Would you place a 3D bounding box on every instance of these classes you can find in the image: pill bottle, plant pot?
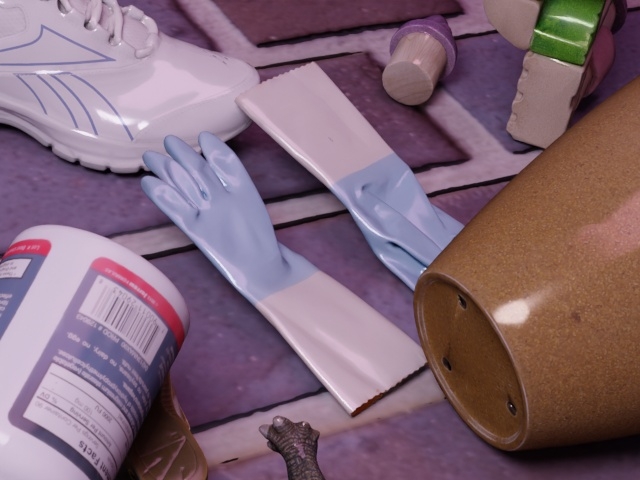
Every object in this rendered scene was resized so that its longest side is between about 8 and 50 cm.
[{"bbox_3d":[-0.150,0.092,0.884,0.108,0.108,0.180,21,60,9],"label":"pill bottle"},{"bbox_3d":[0.192,0.020,1.046,0.254,0.237,0.237,-24,49,-20],"label":"plant pot"}]

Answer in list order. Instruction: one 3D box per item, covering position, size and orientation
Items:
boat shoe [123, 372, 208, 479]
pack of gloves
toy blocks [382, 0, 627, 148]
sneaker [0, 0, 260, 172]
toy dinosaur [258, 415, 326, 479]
[{"bbox_3d":[-0.100,0.103,0.965,0.050,0.045,0.135,-15,49,-14],"label":"boat shoe"},{"bbox_3d":[0.000,0.000,1.136,0.232,0.046,0.195,47,46,16],"label":"pack of gloves"},{"bbox_3d":[0.207,-0.245,1.317,0.309,0.288,0.260,18,43,9],"label":"toy blocks"},{"bbox_3d":[-0.183,-0.133,1.177,0.297,0.129,0.111,10,34,-7],"label":"sneaker"},{"bbox_3d":[0.016,0.190,0.860,0.313,0.121,0.160,20,49,1],"label":"toy dinosaur"}]
